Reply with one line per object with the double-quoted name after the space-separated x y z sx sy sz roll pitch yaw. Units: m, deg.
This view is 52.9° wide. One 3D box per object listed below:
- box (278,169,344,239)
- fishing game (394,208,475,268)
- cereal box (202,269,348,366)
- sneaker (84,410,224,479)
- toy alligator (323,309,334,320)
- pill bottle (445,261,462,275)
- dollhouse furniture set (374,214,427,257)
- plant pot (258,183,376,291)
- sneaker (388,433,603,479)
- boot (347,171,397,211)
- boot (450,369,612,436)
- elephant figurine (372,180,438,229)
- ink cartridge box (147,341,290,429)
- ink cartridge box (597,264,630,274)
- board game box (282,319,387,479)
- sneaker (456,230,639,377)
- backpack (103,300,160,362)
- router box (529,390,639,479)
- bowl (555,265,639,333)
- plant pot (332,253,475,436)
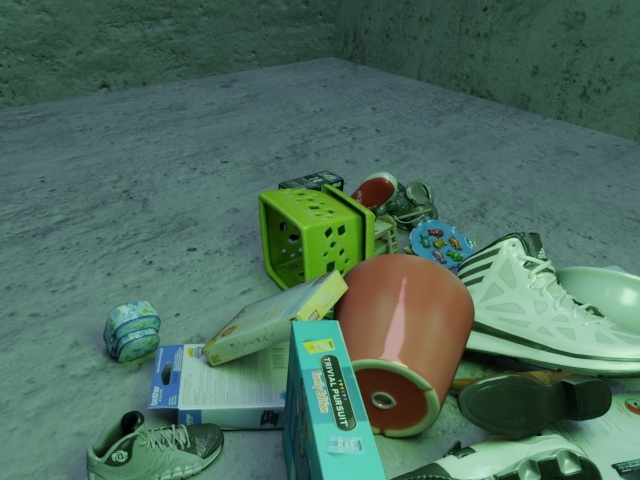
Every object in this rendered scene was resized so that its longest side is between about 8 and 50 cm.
-0.028 -0.101 1.801 0.180 0.147 0.078 -19 36 -39 "box"
0.324 0.010 1.675 0.189 0.041 0.264 -11 53 -31 "fishing game"
-0.083 0.142 1.181 0.240 0.047 0.173 -23 11 33 "cereal box"
-0.254 0.313 1.006 0.229 0.132 0.086 -16 34 -33 "sneaker"
0.084 0.172 1.415 0.190 0.056 0.051 -1 71 -13 "toy alligator"
0.302 0.110 1.511 0.170 0.094 0.094 -15 34 -32 "pill bottle"
0.160 0.023 1.644 0.161 0.101 0.182 24 34 32 "dollhouse furniture set"
0.000 0.000 1.508 0.207 0.227 0.228 -16 32 -25 "plant pot"
0.241 0.371 0.985 0.331 0.122 0.146 -11 6 5 "sneaker"
0.095 -0.070 1.689 0.088 0.244 0.176 41 50 -12 "boot"
0.298 0.251 1.105 0.264 0.096 0.280 -7 -2 -18 "boot"
0.261 -0.085 1.843 0.240 0.185 0.169 13 -6 -7 "elephant figurine"
-0.150 0.265 1.188 0.312 0.065 0.185 2 28 -9 "ink cartridge box"
0.677 0.124 1.578 0.210 0.062 0.109 -6 30 -20 "ink cartridge box"
0.008 0.314 0.918 0.079 0.253 0.336 0 29 -11 "board game box"
0.443 0.111 1.231 0.448 0.257 0.169 5 -3 40 "sneaker"
-0.364 0.178 1.262 0.105 0.114 0.084 -14 53 -33 "backpack"
0.536 0.394 1.030 0.302 0.082 0.335 -5 29 -17 "router box"
0.613 0.175 1.336 0.298 0.134 0.298 23 -12 5 "bowl"
0.133 0.201 1.174 0.275 0.274 0.243 10 39 10 "plant pot"
